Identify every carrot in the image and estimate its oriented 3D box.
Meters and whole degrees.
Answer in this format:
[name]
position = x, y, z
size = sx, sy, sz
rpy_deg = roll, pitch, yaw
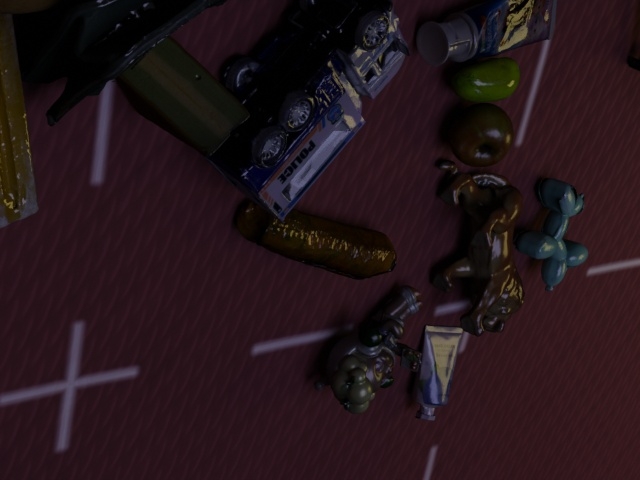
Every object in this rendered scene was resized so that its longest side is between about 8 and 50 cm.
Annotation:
[carrot]
position = 0.000, 0.000, 1.839
size = 0.260, 0.070, 0.070
rpy_deg = 18, 102, -47

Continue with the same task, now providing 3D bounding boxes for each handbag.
[handbag]
position = -0.161, -0.225, 1.417
size = 0.247, 0.260, 0.079
rpy_deg = -38, 99, -24

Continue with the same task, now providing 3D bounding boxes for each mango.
[mango]
position = 0.216, -0.211, 1.910
size = 0.108, 0.073, 0.056
rpy_deg = -5, 79, -44

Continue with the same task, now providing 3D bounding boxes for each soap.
[soap]
position = -0.360, -0.112, 1.418
size = 0.140, 0.073, 0.232
rpy_deg = -24, 129, -30

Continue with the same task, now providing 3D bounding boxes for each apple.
[apple]
position = 0.214, -0.141, 1.943
size = 0.089, 0.074, 0.089
rpy_deg = -17, 142, -13

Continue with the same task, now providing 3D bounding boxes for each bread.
[bread]
position = -0.150, -0.160, 1.538
size = 0.074, 0.139, 0.084
rpy_deg = -43, 137, -13

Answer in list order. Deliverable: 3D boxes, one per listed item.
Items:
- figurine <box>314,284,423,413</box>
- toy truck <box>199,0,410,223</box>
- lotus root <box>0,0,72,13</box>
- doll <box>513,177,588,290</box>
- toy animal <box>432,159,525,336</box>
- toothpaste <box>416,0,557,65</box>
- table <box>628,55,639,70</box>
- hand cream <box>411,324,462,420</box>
[figurine]
position = 0.080, 0.151, 1.990
size = 0.197, 0.093, 0.147
rpy_deg = -43, 147, -17
[toy truck]
position = -0.015, -0.168, 1.680
size = 0.268, 0.124, 0.155
rpy_deg = -49, 145, -6
[lotus root]
position = -0.278, -0.291, 1.306
size = 0.310, 0.183, 0.183
rpy_deg = -31, 133, -20
[doll]
position = 0.354, -0.004, 2.175
size = 0.158, 0.059, 0.159
rpy_deg = 18, 92, -53
[toy animal]
position = 0.239, 0.012, 2.070
size = 0.157, 0.097, 0.312
rpy_deg = -31, 132, -43
[toothpaste]
position = 0.234, -0.284, 1.902
size = 0.266, 0.061, 0.096
rpy_deg = -23, 128, -41
[table]
position = 0.670, -0.341, 2.109
size = 0.335, 0.272, 0.222
rpy_deg = -21, 129, -35
[hand cream]
position = 0.170, 0.196, 2.143
size = 0.084, 0.053, 0.142
rpy_deg = 7, 100, -45
